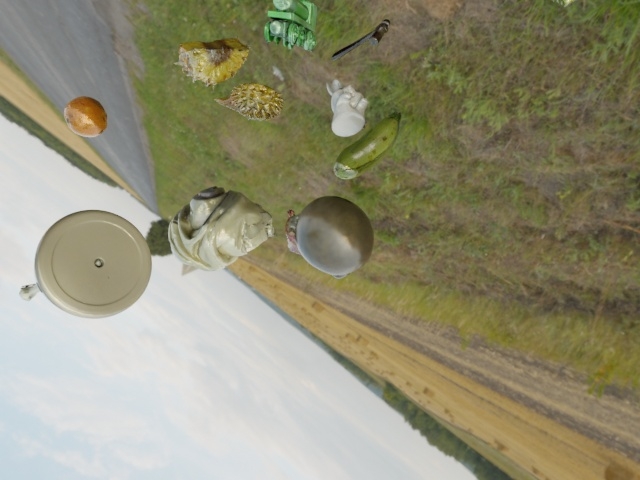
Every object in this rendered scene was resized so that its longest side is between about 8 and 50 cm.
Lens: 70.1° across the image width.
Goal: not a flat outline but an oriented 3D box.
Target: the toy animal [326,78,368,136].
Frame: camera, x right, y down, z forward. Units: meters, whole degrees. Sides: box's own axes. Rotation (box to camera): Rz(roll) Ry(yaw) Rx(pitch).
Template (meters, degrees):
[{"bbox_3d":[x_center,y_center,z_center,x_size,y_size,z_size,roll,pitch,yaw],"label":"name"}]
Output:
[{"bbox_3d":[0.077,-0.430,1.360,0.103,0.221,0.131,1,146,-10],"label":"toy animal"}]

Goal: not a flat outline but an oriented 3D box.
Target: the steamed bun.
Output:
[{"bbox_3d":[-0.371,-0.075,1.619,0.347,0.393,0.238,-101,-6,-56],"label":"steamed bun"}]

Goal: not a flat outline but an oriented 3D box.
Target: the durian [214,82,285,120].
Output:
[{"bbox_3d":[-0.224,-0.413,1.393,0.224,0.079,0.140,2,165,14],"label":"durian"}]

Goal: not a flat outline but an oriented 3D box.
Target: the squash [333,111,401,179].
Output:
[{"bbox_3d":[0.154,-0.272,1.305,0.094,0.341,0.095,29,145,23],"label":"squash"}]

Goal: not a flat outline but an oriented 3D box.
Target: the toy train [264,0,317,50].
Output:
[{"bbox_3d":[-0.062,-0.513,1.067,0.084,0.119,0.251,10,-161,8],"label":"toy train"}]

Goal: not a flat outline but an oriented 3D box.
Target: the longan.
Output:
[{"bbox_3d":[0.030,0.000,1.002,0.184,0.159,0.205,18,135,38],"label":"longan"}]

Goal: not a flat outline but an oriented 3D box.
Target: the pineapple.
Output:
[{"bbox_3d":[-0.322,-0.524,1.357,0.079,0.233,0.135,43,138,25],"label":"pineapple"}]

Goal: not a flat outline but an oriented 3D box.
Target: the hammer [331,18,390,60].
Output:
[{"bbox_3d":[0.074,-0.416,0.971,0.021,0.065,0.178,43,154,-29],"label":"hammer"}]

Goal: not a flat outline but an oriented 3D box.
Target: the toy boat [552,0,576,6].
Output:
[{"bbox_3d":[0.378,-0.369,0.631,0.016,0.114,0.063,50,-163,-42],"label":"toy boat"}]

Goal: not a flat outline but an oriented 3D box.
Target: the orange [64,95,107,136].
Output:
[{"bbox_3d":[-0.478,-0.252,0.930,0.083,0.084,0.083,36,170,7],"label":"orange"}]

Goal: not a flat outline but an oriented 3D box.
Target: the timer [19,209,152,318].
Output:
[{"bbox_3d":[-0.439,0.057,0.818,0.265,0.175,0.175,-14,133,46],"label":"timer"}]

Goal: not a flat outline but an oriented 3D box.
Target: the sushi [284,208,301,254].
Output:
[{"bbox_3d":[0.000,0.000,1.444,0.331,0.130,0.124,22,139,32],"label":"sushi"}]
